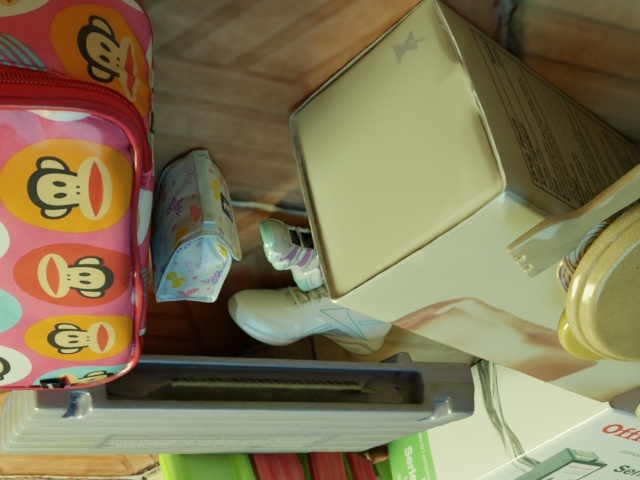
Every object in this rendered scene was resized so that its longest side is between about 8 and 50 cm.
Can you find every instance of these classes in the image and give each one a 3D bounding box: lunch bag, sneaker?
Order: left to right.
[{"bbox_3d":[-0.226,-0.020,0.551,0.258,0.120,0.293,1,144,-11],"label":"lunch bag"},{"bbox_3d":[-0.082,-0.008,0.643,0.053,0.071,0.083,1,144,-21],"label":"lunch bag"},{"bbox_3d":[-0.003,0.051,0.782,0.152,0.053,0.061,8,129,-33],"label":"sneaker"},{"bbox_3d":[0.000,0.000,0.715,0.069,0.038,0.098,-22,155,13],"label":"sneaker"}]

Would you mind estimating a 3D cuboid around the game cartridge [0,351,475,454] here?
[{"bbox_3d":[-0.079,0.141,0.834,0.355,0.068,0.230,5,163,-23],"label":"game cartridge"}]

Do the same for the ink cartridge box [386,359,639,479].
[{"bbox_3d":[0.239,0.195,0.993,0.211,0.121,0.289,18,138,-31],"label":"ink cartridge box"}]

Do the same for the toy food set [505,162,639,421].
[{"bbox_3d":[0.185,0.017,0.535,0.132,0.038,0.192,-36,129,10],"label":"toy food set"}]

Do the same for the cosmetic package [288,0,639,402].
[{"bbox_3d":[0.136,-0.008,0.637,0.129,0.153,0.296,-36,138,30],"label":"cosmetic package"}]

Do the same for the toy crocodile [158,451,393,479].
[{"bbox_3d":[-0.020,0.253,1.017,0.341,0.115,0.105,19,131,-41],"label":"toy crocodile"}]
